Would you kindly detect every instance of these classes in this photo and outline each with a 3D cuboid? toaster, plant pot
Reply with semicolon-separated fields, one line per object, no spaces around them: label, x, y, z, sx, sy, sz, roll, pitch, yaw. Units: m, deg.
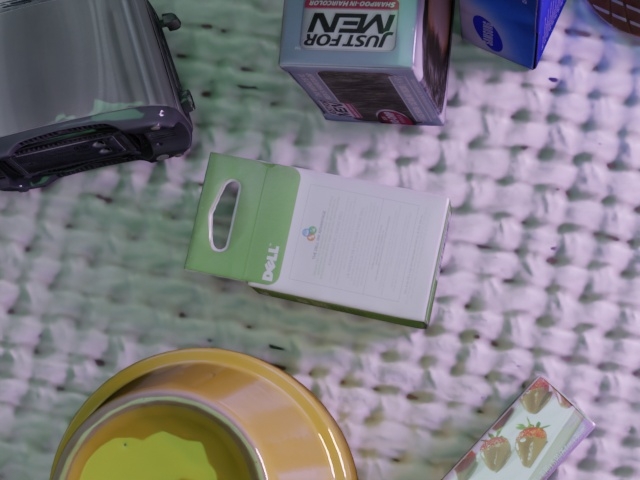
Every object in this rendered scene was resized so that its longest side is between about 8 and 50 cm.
toaster;-0.225;-0.133;1.355;0.227;0.129;0.146;-13;76;6
plant pot;-0.103;0.205;1.231;0.254;0.239;0.254;-1;82;6

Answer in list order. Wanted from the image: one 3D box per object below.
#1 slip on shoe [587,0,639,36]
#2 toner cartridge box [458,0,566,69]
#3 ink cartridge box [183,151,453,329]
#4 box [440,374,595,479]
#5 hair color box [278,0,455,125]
slip on shoe;0.290;-0.201;1.357;0.135;0.051;0.041;27;45;17
toner cartridge box;0.170;-0.261;1.221;0.075;0.348;0.165;25;84;10
ink cartridge box;0.000;0.000;1.341;0.209;0.062;0.109;11;82;8
box;0.094;0.248;1.292;0.063;0.067;0.324;43;86;10
hair color box;0.055;-0.299;1.315;0.113;0.185;0.374;4;82;13
